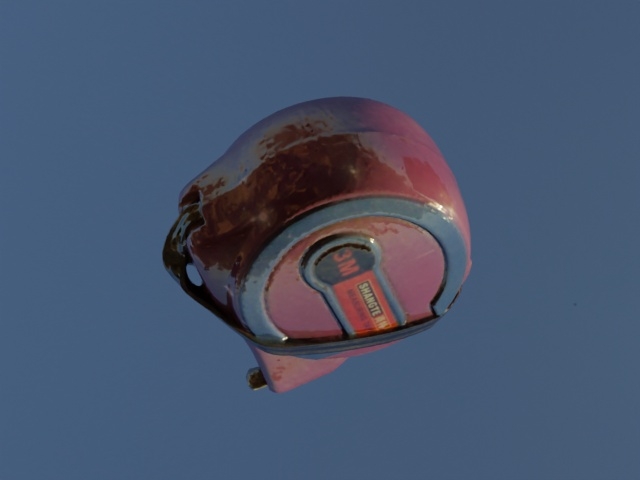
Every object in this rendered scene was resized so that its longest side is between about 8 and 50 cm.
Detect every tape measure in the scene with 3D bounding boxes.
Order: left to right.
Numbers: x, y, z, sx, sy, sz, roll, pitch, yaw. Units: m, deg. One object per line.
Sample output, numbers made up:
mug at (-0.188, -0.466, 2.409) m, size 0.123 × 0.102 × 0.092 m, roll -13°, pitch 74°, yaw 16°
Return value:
tape measure at (0.000, 0.000, 0.605) m, size 0.125 × 0.118 × 0.074 m, roll -23°, pitch -131°, yaw 3°
